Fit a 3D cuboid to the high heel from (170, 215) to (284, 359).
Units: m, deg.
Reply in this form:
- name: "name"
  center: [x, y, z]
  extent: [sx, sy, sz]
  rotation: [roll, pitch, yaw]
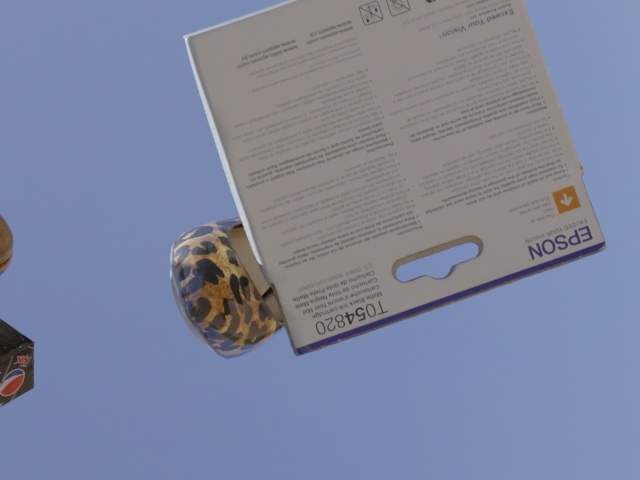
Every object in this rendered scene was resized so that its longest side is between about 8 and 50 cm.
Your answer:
- name: "high heel"
  center: [0.000, 0.000, 1.222]
  extent: [0.093, 0.186, 0.261]
  rotation: [64, -169, -1]

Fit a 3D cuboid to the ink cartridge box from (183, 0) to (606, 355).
- name: "ink cartridge box"
  center: [0.049, -0.064, 1.167]
  extent: [0.045, 0.223, 0.224]
  rotation: [145, 107, -89]

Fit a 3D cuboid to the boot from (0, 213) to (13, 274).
- name: "boot"
  center: [-0.360, -0.093, 1.491]
  extent: [0.305, 0.115, 0.112]
  rotation: [45, -154, -12]

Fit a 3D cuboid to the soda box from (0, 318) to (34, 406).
- name: "soda box"
  center: [-0.321, 0.079, 1.525]
  extent: [0.060, 0.169, 0.053]
  rotation: [-31, -39, -40]
